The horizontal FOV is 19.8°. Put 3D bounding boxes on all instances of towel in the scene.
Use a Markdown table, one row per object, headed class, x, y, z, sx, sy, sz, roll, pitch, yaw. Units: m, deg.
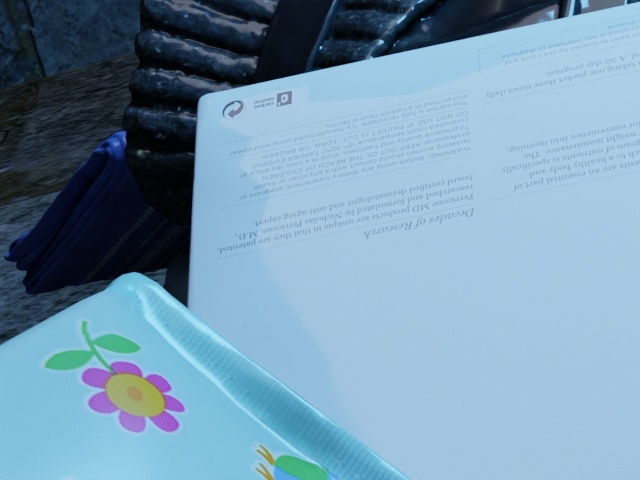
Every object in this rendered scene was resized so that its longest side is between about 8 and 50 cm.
| class | x | y | z | sx | sy | sz | roll | pitch | yaw |
| --- | --- | --- | --- | --- | --- | --- | --- | --- | --- |
| towel | -0.016 | -0.044 | 1.165 | 0.336 | 0.040 | 0.243 | -11 | -14 | -27 |

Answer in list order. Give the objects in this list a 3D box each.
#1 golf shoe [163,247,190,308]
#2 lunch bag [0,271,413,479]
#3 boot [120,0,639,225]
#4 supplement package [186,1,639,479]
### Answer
| class | x | y | z | sx | sy | sz | roll | pitch | yaw |
| --- | --- | --- | --- | --- | --- | --- | --- | --- | --- |
| golf shoe | 0.000 | 0.000 | 1.068 | 0.115 | 0.140 | 0.306 | -27 | 16 | -34 |
| lunch bag | -0.020 | 0.157 | 0.342 | 0.262 | 0.160 | 0.223 | 36 | 36 | 17 |
| boot | 0.014 | -0.018 | 0.848 | 0.260 | 0.131 | 0.348 | 4 | 51 | 23 |
| supplement package | 0.071 | 0.054 | 0.576 | 0.194 | 0.149 | 0.203 | -11 | 50 | 14 |
